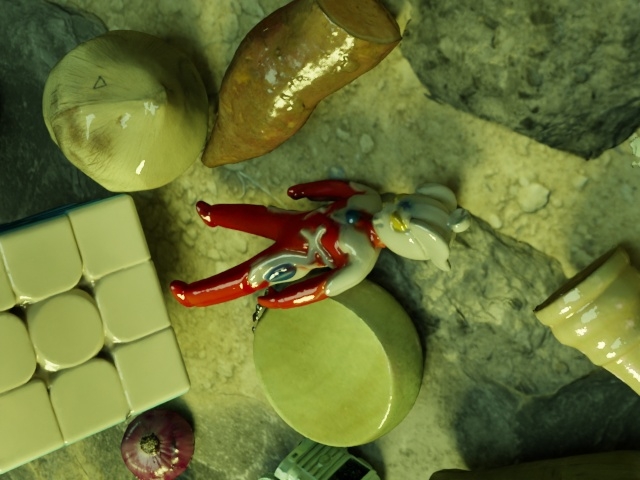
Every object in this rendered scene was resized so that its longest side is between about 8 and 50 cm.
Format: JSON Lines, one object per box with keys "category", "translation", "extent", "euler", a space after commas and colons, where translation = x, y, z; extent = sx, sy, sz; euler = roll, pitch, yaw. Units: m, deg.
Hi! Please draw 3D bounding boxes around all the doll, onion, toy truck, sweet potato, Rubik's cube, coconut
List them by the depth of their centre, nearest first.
{"category": "sweet potato", "translation": [-0.058, -0.188, 1.208], "extent": [0.337, 0.131, 0.131], "euler": [-36, 85, 35]}
{"category": "doll", "translation": [0.000, 0.000, 1.218], "extent": [0.384, 0.188, 0.099], "euler": [-7, 144, 25]}
{"category": "coconut", "translation": [-0.250, -0.166, 1.291], "extent": [0.224, 0.224, 0.224], "euler": [12, 113, 30]}
{"category": "Rubik's cube", "translation": [-0.397, 0.117, 1.386], "extent": [0.290, 0.292, 0.291], "euler": [-5, 105, 56]}
{"category": "toy truck", "translation": [-0.015, 0.423, 1.387], "extent": [0.162, 0.136, 0.305], "euler": [28, 121, 20]}
{"category": "onion", "translation": [-0.244, 0.314, 1.531], "extent": [0.115, 0.115, 0.104], "euler": [33, 166, 20]}

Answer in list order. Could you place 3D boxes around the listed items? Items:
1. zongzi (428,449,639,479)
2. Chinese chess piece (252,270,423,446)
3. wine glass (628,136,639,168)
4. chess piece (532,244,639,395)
{"category": "zongzi", "translation": [0.305, 0.425, 1.158], "extent": [0.323, 0.160, 0.360], "euler": [-16, 97, 37]}
{"category": "Chinese chess piece", "translation": [0.021, 0.148, 1.292], "extent": [0.238, 0.092, 0.237], "euler": [13, 114, 30]}
{"category": "wine glass", "translation": [0.451, -0.080, 0.903], "extent": [0.321, 0.143, 0.143], "euler": [11, 112, 33]}
{"category": "chess piece", "translation": [0.393, 0.194, 1.054], "extent": [0.397, 0.117, 0.117], "euler": [52, 126, 6]}
